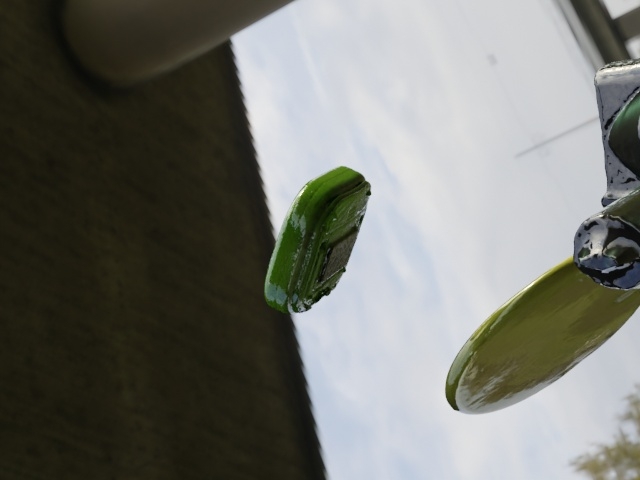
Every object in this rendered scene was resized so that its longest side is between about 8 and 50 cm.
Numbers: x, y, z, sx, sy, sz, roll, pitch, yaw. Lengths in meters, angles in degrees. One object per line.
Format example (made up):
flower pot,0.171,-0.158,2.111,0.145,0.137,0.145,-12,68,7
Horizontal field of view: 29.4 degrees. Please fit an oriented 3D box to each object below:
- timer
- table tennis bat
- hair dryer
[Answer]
timer,0.000,0.000,1.106,0.047,0.128,0.140,24,-159,15
table tennis bat,0.263,0.039,1.123,0.054,0.369,0.224,55,-172,29
hair dryer,0.214,-0.043,0.727,0.302,0.244,0.116,-23,-78,-38
